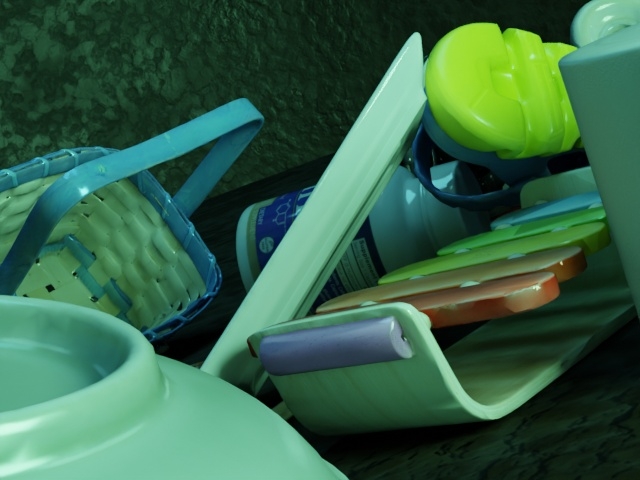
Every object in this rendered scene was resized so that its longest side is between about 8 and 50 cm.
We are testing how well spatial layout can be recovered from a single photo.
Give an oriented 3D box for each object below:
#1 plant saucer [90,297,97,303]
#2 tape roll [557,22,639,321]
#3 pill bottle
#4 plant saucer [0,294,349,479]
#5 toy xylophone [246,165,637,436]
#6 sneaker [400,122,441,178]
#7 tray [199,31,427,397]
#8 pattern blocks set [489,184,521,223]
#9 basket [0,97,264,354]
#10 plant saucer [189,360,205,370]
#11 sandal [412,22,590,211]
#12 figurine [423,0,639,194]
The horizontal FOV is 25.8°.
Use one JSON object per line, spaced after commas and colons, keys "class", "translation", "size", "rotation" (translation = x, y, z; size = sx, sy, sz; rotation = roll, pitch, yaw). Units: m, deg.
{"class": "plant saucer", "translation": [-0.368, 0.133, 1.424], "size": [0.310, 0.050, 0.310], "rotation": [-18, 8, 3]}
{"class": "tape roll", "translation": [0.264, -0.054, 0.724], "size": [0.246, 0.169, 0.246], "rotation": [-19, 8, 3]}
{"class": "pill bottle", "translation": [0.037, 0.000, 1.125], "size": [0.187, 0.112, 0.112], "rotation": [-16, 8, 22]}
{"class": "plant saucer", "translation": [-0.170, 0.091, 0.548], "size": [0.400, 0.100, 0.400], "rotation": [1, 11, 0]}
{"class": "toy xylophone", "translation": [0.080, 0.039, 0.845], "size": [0.236, 0.081, 0.323], "rotation": [-15, 8, 34]}
{"class": "sneaker", "translation": [0.147, -0.102, 1.434], "size": [0.226, 0.086, 0.163], "rotation": [-26, -7, 22]}
{"class": "tray", "translation": [0.000, 0.000, 0.919], "size": [0.270, 0.030, 0.145], "rotation": [-58, -7, -12]}
{"class": "pattern blocks set", "translation": [0.121, -0.014, 1.352], "size": [0.285, 0.026, 0.325], "rotation": [-15, 8, 28]}
{"class": "basket", "translation": [-0.189, 0.002, 1.214], "size": [0.255, 0.201, 0.289], "rotation": [-28, -20, -48]}
{"class": "plant saucer", "translation": [-0.103, 0.110, 1.054], "size": [0.083, 0.013, 0.083], "rotation": [-18, 6, 2]}
{"class": "sandal", "translation": [0.194, -0.078, 1.040], "size": [0.317, 0.126, 0.138], "rotation": [7, -30, -24]}
{"class": "figurine", "translation": [0.189, -0.099, 1.190], "size": [0.215, 0.092, 0.209], "rotation": [-18, -26, -3]}
